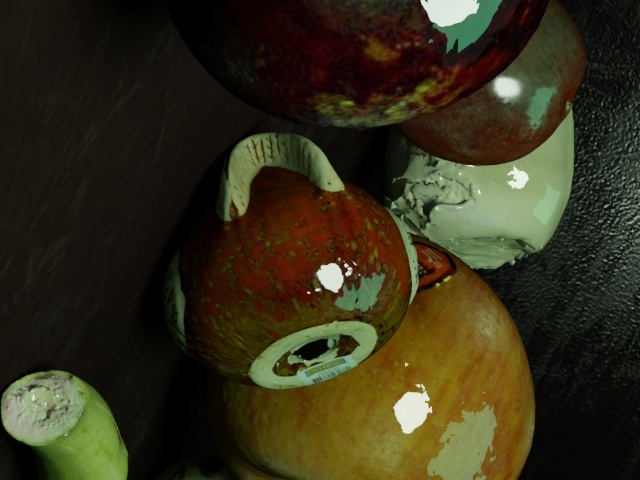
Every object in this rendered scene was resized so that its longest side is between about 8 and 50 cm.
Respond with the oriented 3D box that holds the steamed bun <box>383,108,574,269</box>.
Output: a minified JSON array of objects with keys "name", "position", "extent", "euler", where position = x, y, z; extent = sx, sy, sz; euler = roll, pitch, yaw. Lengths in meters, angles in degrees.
[{"name":"steamed bun","position":[0.208,-0.127,1.666],"extent":[0.334,0.233,0.312],"euler":[135,-39,-63]}]

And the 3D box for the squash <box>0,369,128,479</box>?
[{"name":"squash","position":[-0.208,0.171,0.964],"extent":[0.083,0.083,0.250],"euler":[-55,168,-24]}]

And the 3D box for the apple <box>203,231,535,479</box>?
[{"name":"apple","position":[0.043,0.178,1.347],"extent":[0.333,0.400,0.400],"euler":[-43,163,-36]}]

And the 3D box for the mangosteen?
[{"name":"mangosteen","position":[0.016,-0.206,0.642],"extent":[0.231,0.231,0.289],"euler":[-42,128,-60]}]

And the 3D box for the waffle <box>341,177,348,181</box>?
[{"name":"waffle","position":[0.000,0.000,1.513],"extent":[0.161,0.046,0.192],"euler":[-52,154,-45]}]

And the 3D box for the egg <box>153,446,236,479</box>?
[{"name":"egg","position":[-0.135,0.438,1.549],"extent":[0.287,0.287,0.379],"euler":[-50,178,-43]}]

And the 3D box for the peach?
[{"name":"peach","position":[0.199,-0.213,1.408],"extent":[0.252,0.252,0.252],"euler":[-56,170,-15]}]

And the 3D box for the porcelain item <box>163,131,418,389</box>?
[{"name":"porcelain item","position":[-0.037,0.014,1.097],"extent":[0.253,0.253,0.253],"euler":[-56,170,-15]}]
